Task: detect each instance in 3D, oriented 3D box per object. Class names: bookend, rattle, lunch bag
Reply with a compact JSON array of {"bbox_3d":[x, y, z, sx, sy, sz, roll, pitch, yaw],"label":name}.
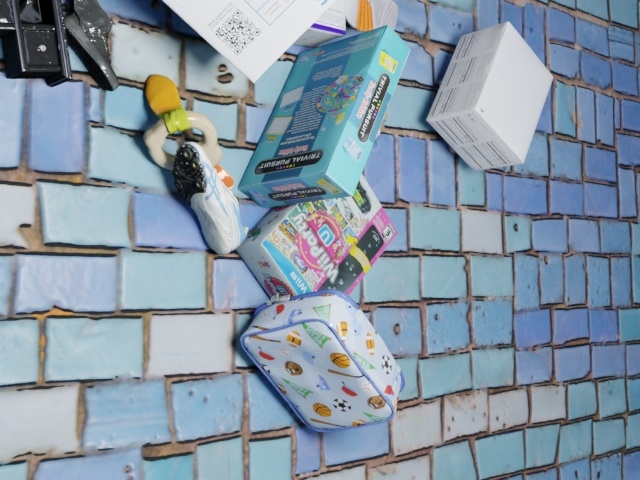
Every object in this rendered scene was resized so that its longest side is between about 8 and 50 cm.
[{"bbox_3d":[-0.481,-0.321,1.340,0.157,0.072,0.156,-9,93,-42],"label":"bookend"},{"bbox_3d":[-0.243,-0.185,1.573,0.130,0.143,0.199,-50,141,4],"label":"rattle"},{"bbox_3d":[-0.001,0.225,1.626,0.303,0.243,0.115,56,38,-25],"label":"lunch bag"}]

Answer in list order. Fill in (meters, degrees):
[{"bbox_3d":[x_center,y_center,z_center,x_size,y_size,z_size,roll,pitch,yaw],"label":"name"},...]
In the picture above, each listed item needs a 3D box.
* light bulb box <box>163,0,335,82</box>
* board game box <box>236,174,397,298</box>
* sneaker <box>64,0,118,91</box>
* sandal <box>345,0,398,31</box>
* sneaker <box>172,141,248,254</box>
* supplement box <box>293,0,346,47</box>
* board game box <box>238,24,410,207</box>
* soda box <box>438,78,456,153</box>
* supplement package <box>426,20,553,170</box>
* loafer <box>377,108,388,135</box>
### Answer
[{"bbox_3d":[-0.136,-0.533,1.456,0.358,0.225,0.361,-43,124,11],"label":"light bulb box"},{"bbox_3d":[0.000,0.000,1.734,0.303,0.097,0.224,-49,117,-33],"label":"board game box"},{"bbox_3d":[-0.373,-0.342,1.453,0.089,0.051,0.170,-48,114,-29],"label":"sneaker"},{"bbox_3d":[0.086,-0.497,1.874,0.265,0.076,0.102,1,101,-62],"label":"sandal"},{"bbox_3d":[-0.195,-0.083,1.551,0.086,0.085,0.237,-51,138,-35],"label":"sneaker"},{"bbox_3d":[-0.027,-0.514,1.739,0.114,0.111,0.220,0,87,-42],"label":"supplement box"},{"bbox_3d":[0.007,-0.231,1.651,0.079,0.253,0.336,38,63,-34],"label":"board game box"},{"bbox_3d":[0.337,-0.304,2.087,0.061,0.058,0.181,-14,96,-41],"label":"soda box"},{"bbox_3d":[0.397,-0.329,2.005,0.204,0.145,0.262,40,63,-32],"label":"supplement package"},{"bbox_3d":[0.074,-0.241,1.805,0.268,0.102,0.092,-45,115,-42],"label":"loafer"}]
